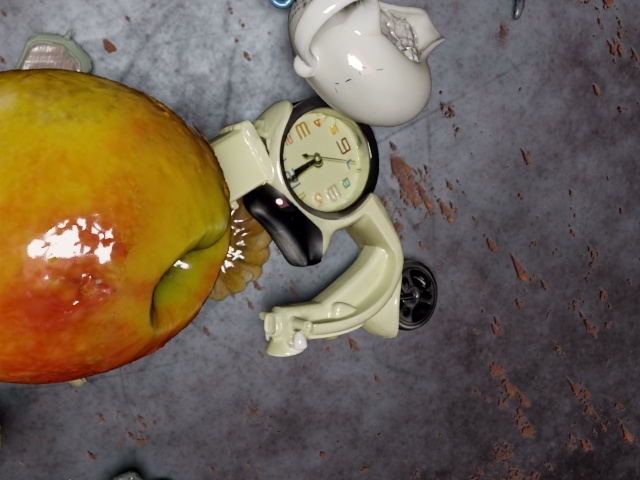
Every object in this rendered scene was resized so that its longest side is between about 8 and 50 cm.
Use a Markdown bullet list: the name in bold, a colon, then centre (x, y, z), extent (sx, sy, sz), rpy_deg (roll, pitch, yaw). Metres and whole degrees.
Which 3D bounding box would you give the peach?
- **peach**: centre (-0.282, -0.024, 0.651), extent (0.373, 0.372, 0.289), rpy_deg (-21, 148, -6)

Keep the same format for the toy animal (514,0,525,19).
- **toy animal**: centre (0.222, -0.488, 0.820), extent (0.367, 0.081, 0.205), rpy_deg (40, 71, -40)

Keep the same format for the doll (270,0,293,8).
- **doll**: centre (0.014, -0.459, 0.782), extent (0.200, 0.145, 0.362), rpy_deg (22, 101, -3)

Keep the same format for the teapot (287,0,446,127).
- **teapot**: centre (0.054, -0.237, 0.783), extent (0.166, 0.300, 0.208), rpy_deg (-27, 87, 19)

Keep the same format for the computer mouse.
- **computer mouse**: centre (-0.353, -0.184, 0.812), extent (0.089, 0.056, 0.181), rpy_deg (25, 89, -20)

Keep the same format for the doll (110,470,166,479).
- **doll**: centre (-0.346, 0.476, 0.927), extent (0.246, 0.158, 0.340), rpy_deg (36, 77, -46)

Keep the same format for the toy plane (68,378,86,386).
- **toy plane**: centre (-0.365, 0.091, 0.840), extent (0.242, 0.104, 0.256), rpy_deg (-33, 112, -30)

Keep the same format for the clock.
- **clock**: centre (0.000, 0.000, 0.868), extent (0.276, 0.120, 0.378), rpy_deg (-33, 106, -27)

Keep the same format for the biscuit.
- **biscuit**: centre (-0.123, -0.004, 0.893), extent (0.118, 0.061, 0.183), rpy_deg (0, 101, -13)
